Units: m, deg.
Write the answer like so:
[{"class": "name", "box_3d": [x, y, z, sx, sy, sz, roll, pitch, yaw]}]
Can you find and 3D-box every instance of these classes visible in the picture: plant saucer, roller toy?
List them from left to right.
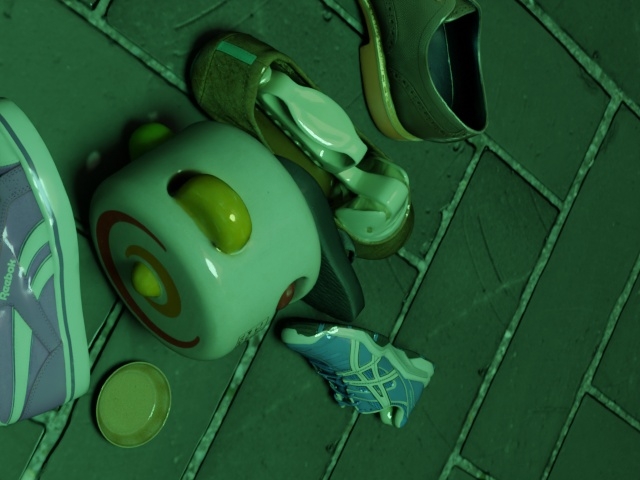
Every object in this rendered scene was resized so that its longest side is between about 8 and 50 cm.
[{"class": "plant saucer", "box_3d": [-0.181, 0.155, 1.352, 0.083, 0.015, 0.083, -8, 103, -39]}, {"class": "roller toy", "box_3d": [-0.107, 0.004, 1.268, 0.146, 0.209, 0.191, -36, 125, -30]}]

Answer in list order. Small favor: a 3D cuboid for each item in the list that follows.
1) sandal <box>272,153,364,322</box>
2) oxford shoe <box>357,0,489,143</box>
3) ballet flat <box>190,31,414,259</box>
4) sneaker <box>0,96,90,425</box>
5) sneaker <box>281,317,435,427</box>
[{"class": "sandal", "box_3d": [0.001, 0.000, 1.376, 0.054, 0.097, 0.254, -52, 153, -23]}, {"class": "oxford shoe", "box_3d": [0.102, -0.274, 1.434, 0.130, 0.133, 0.363, -29, 115, -32]}, {"class": "ballet flat", "box_3d": [0.013, -0.081, 1.400, 0.342, 0.124, 0.116, 47, 70, -35]}, {"class": "sneaker", "box_3d": [-0.290, 0.030, 1.188, 0.161, 0.102, 0.282, -18, 109, -33]}, {"class": "sneaker", "box_3d": [0.040, 0.137, 1.488, 0.211, 0.080, 0.081, 27, 78, -38]}]
